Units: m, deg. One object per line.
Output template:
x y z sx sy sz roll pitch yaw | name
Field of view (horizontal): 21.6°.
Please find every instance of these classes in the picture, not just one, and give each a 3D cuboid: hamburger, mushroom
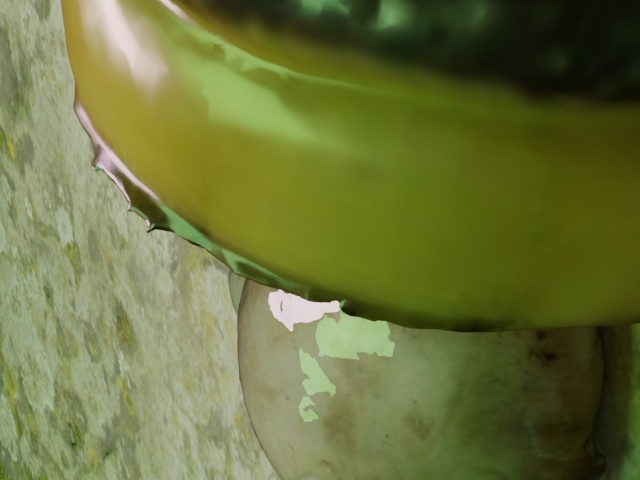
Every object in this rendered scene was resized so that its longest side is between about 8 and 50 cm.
0.072 -0.169 0.684 0.396 0.395 0.277 53 145 43 | hamburger
0.065 0.079 1.048 0.184 0.254 0.255 -40 -54 -68 | mushroom

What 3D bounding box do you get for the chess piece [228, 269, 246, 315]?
0.000 0.000 1.198 0.182 0.182 0.330 32 135 58 | chess piece
